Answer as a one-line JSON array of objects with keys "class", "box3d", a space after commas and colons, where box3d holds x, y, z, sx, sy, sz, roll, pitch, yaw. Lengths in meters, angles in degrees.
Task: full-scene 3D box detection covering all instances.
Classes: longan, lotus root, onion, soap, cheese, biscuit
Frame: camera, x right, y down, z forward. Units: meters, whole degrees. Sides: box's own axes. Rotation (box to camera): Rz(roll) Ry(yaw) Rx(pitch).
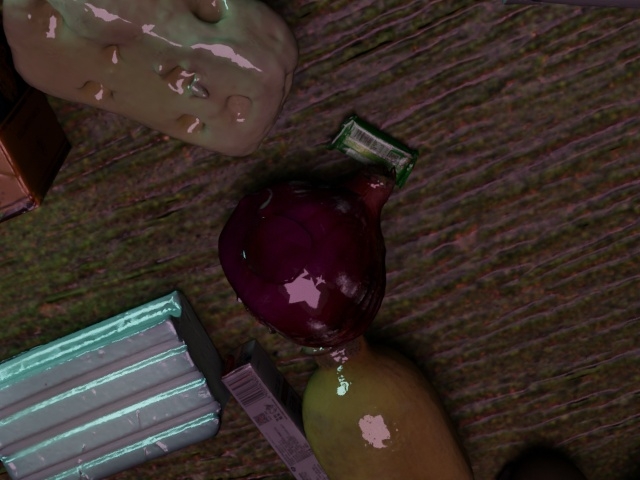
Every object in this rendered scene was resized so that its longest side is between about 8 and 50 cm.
[{"class": "longan", "box3d": [0.246, 0.287, 1.286, 0.119, 0.106, 0.106, 20, 124, 39]}, {"class": "lotus root", "box3d": [0.071, 0.214, 1.229, 0.146, 0.131, 0.303, -26, 112, 12]}, {"class": "onion", "box3d": [-0.007, -0.001, 1.111, 0.173, 0.135, 0.198, 39, 102, 23]}, {"class": "soap", "box3d": [-0.233, 0.170, 1.241, 0.261, 0.094, 0.150, -22, 108, 12]}, {"class": "cheese", "box3d": [-0.154, -0.171, 1.043, 0.263, 0.093, 0.159, 21, 141, -8]}, {"class": "biscuit", "box3d": [0.054, -0.089, 1.146, 0.089, 0.016, 0.046, 29, 115, -12]}]

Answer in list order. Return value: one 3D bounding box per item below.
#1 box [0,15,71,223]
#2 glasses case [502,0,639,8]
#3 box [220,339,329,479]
[{"class": "box", "box3d": [-0.318, -0.147, 1.050, 0.070, 0.152, 0.237, -18, 114, 8]}, {"class": "glasses case", "box3d": [0.309, -0.268, 1.019, 0.308, 0.083, 0.128, 1, 110, 1]}, {"class": "box", "box3d": [-0.031, 0.208, 1.271, 0.039, 0.055, 0.218, -29, 112, 15]}]
